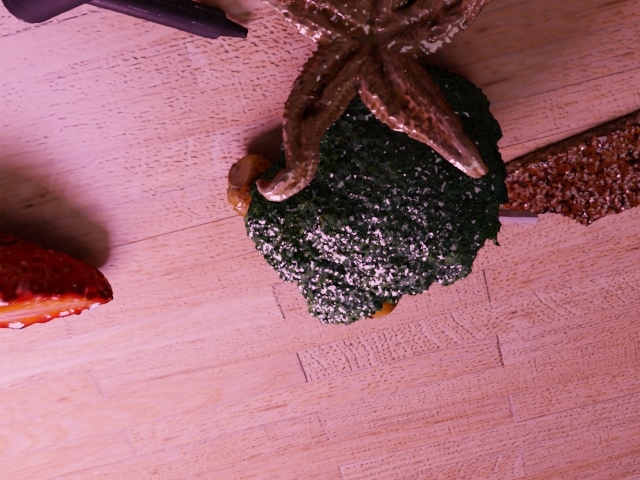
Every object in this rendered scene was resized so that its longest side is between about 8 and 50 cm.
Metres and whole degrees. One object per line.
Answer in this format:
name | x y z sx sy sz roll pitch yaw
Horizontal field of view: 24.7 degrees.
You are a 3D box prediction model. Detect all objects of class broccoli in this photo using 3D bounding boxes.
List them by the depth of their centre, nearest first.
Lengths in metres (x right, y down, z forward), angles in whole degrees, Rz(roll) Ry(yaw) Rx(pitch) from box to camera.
broccoli | 0.068 -0.054 1.535 0.294 0.265 0.245 -45 169 -16

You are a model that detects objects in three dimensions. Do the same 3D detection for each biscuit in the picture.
biscuit | 0.321 -0.074 1.682 0.237 0.026 0.131 -22 131 10

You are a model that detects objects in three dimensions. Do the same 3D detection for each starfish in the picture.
starfish | 0.045 -0.202 1.416 0.327 0.094 0.375 25 90 7

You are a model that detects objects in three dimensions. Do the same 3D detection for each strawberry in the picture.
strawberry | -0.348 0.038 1.618 0.236 0.111 0.190 -7 168 -34

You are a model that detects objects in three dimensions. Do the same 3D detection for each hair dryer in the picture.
hair dryer | -0.165 -0.234 1.397 0.255 0.070 0.128 9 170 -35

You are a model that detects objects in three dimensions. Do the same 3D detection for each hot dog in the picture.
hot dog | 0.000 -0.001 1.654 0.068 0.083 0.289 -16 140 35

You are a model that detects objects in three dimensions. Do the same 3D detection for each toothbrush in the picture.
toothbrush | 0.160 -0.029 1.703 0.194 0.014 0.017 0 133 -10
